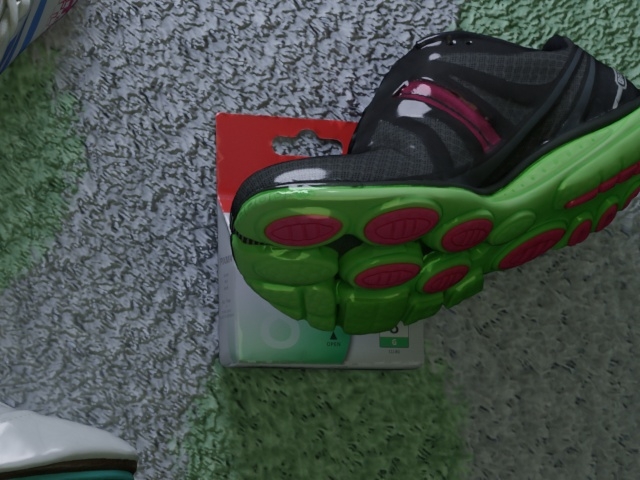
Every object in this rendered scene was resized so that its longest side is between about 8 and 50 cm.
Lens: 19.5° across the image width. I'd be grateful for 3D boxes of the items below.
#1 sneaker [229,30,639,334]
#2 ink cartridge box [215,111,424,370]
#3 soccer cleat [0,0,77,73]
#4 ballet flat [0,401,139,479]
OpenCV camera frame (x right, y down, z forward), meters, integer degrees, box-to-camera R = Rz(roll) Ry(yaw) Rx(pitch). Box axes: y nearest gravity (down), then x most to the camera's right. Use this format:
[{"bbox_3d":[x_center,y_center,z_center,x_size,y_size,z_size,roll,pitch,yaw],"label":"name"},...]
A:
[{"bbox_3d":[0.095,-0.064,1.600,0.482,0.185,0.202,-18,58,-41],"label":"sneaker"},{"bbox_3d":[0.000,0.000,1.620,0.181,0.056,0.225,2,84,-25],"label":"ink cartridge box"},{"bbox_3d":[-0.256,-0.198,1.478,0.116,0.143,0.331,39,69,-15],"label":"soccer cleat"},{"bbox_3d":[-0.335,0.184,1.413,0.400,0.139,0.139,-16,90,-25],"label":"ballet flat"}]
